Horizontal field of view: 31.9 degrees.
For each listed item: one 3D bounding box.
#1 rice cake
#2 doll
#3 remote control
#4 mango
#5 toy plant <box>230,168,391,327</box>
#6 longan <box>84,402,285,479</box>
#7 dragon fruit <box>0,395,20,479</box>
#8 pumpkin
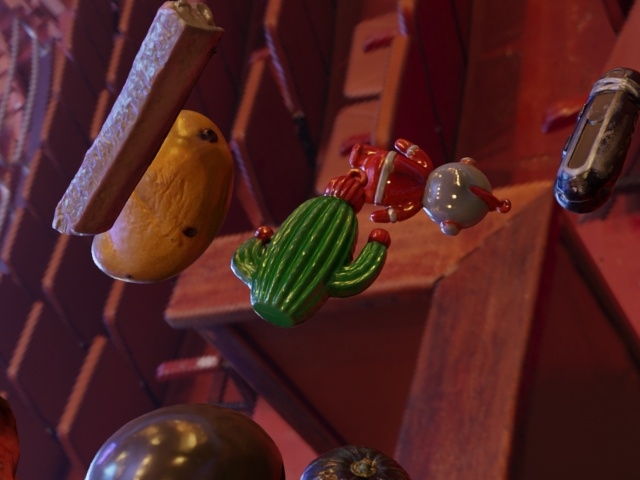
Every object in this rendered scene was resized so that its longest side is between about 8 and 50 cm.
[{"bbox_3d":[-0.128,-0.075,0.763,0.207,0.047,0.036,-55,52,34],"label":"rice cake"},{"bbox_3d":[0.153,-0.075,1.604,0.245,0.076,0.142,14,68,8],"label":"doll"},{"bbox_3d":[0.388,-0.154,1.549,0.090,0.066,0.266,8,54,28],"label":"remote control"},{"bbox_3d":[-0.191,-0.048,1.360,0.262,0.157,0.109,-53,-6,38],"label":"mango"},{"bbox_3d":[0.005,0.011,1.390,0.240,0.088,0.154,-33,58,-23],"label":"toy plant"},{"bbox_3d":[-0.198,0.357,1.636,0.300,0.300,0.243,20,108,49],"label":"longan"},{"bbox_3d":[-0.312,0.174,0.666,0.305,0.305,0.226,-96,25,-49],"label":"dragon fruit"},{"bbox_3d":[0.061,0.416,1.824,0.201,0.140,0.202,6,27,-3],"label":"pumpkin"}]
